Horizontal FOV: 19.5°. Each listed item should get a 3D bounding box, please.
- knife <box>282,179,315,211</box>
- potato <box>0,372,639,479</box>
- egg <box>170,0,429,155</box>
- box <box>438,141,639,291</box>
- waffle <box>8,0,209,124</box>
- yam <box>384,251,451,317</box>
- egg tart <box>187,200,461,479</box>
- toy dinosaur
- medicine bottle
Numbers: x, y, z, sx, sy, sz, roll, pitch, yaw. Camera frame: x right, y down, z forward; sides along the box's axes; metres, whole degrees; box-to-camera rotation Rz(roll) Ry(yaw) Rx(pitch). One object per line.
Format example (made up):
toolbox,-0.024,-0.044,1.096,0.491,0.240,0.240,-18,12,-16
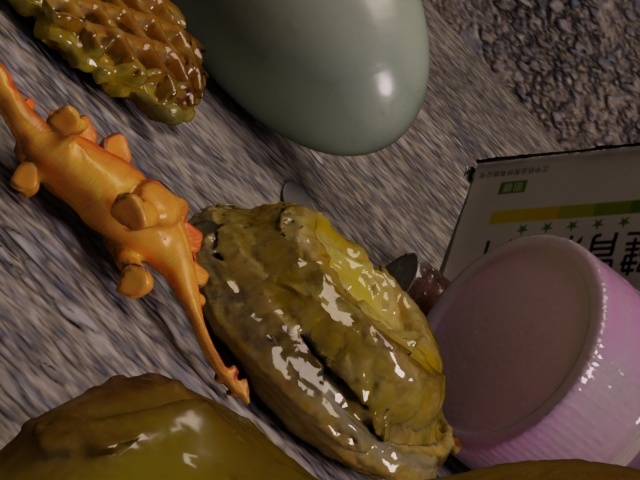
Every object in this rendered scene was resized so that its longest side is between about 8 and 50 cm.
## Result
knife,-0.001,-0.001,1.631,0.058,0.032,0.244,28,18,-32
potato,0.062,0.179,0.833,0.290,0.296,0.397,28,26,-56
egg,-0.030,-0.242,1.765,0.371,0.230,0.230,56,16,15
box,0.277,0.020,1.711,0.145,0.332,0.173,45,54,-40
waffle,-0.187,-0.188,1.541,0.243,0.059,0.238,40,20,-21
yam,0.104,0.075,1.633,0.141,0.079,0.079,39,17,-28
egg tart,0.012,0.062,1.371,0.279,0.095,0.279,43,17,-16
toy dinosaur,-0.129,-0.019,1.234,0.288,0.070,0.117,49,14,-14
medicine bottle,0.266,0.170,1.568,0.388,0.219,0.219,39,17,-35
